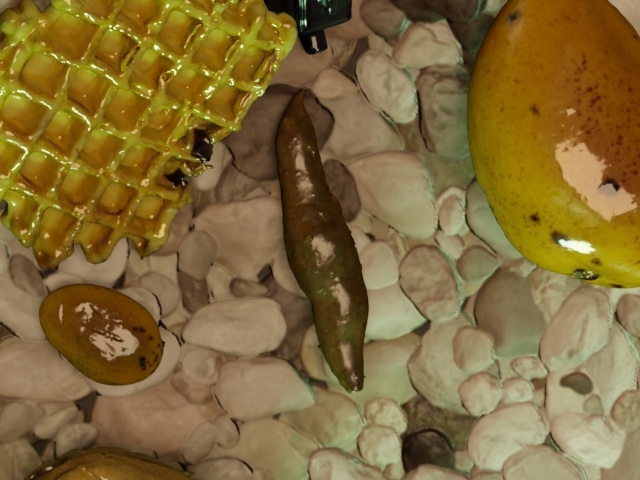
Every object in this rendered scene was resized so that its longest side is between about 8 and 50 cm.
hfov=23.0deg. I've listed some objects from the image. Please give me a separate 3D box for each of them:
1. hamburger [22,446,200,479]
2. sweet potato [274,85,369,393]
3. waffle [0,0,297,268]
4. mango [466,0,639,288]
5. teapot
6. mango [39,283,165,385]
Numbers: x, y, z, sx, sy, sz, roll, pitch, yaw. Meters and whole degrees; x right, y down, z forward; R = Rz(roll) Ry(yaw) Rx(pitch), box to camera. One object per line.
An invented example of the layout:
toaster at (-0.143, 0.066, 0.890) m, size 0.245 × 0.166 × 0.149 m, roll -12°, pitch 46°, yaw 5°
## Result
hamburger at (-0.162, 0.316, 1.329) m, size 0.283 × 0.144 × 0.259 m, roll 37°, pitch 81°, yaw -8°
sweet potato at (0.000, 0.000, 1.386) m, size 0.067 × 0.067 × 0.273 m, roll -12°, pitch 91°, yaw -11°
waffle at (-0.161, -0.106, 1.290) m, size 0.309 × 0.065 × 0.283 m, roll -20°, pitch 130°, yaw -11°
mango at (0.225, -0.091, 1.385) m, size 0.191 × 0.160 × 0.290 m, roll -21°, pitch 94°, yaw -2°
teapot at (-0.008, -0.225, 1.323) m, size 0.087 × 0.096 × 0.177 m, roll -20°, pitch 142°, yaw -15°
mango at (-0.189, 0.080, 1.353) m, size 0.114 × 0.057 × 0.079 m, roll 27°, pitch 91°, yaw -4°
